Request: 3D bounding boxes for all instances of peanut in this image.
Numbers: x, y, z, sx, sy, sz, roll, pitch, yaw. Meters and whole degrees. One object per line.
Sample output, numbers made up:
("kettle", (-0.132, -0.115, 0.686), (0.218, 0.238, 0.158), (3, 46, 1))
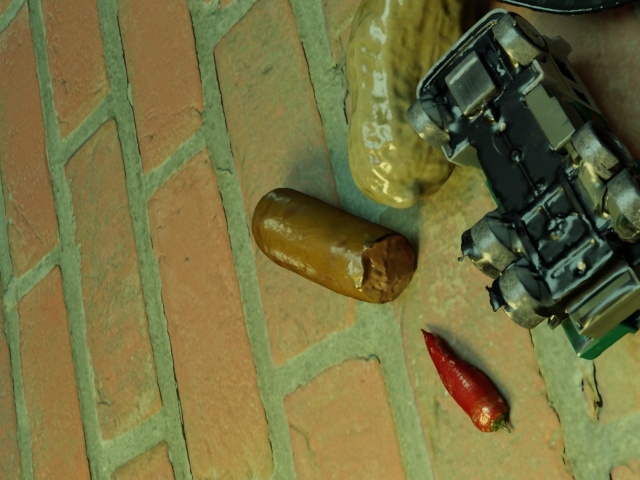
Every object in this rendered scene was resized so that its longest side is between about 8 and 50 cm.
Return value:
("peanut", (0.098, -0.184, 1.364), (0.159, 0.143, 0.291), (-129, 43, -83))

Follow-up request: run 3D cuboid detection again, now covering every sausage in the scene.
("sausage", (-0.001, 0.002, 1.485), (0.270, 0.109, 0.109), (25, 104, 52))

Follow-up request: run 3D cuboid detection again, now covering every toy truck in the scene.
("toy truck", (0.227, -0.048, 1.147), (0.176, 0.178, 0.363), (-43, 53, 27))

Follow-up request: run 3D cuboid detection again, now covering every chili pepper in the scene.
("chili pepper", (0.154, 0.151, 1.330), (0.045, 0.027, 0.178), (-61, 42, 26))

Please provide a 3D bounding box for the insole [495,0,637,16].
("insole", (0.207, -0.289, 1.227), (0.309, 0.012, 0.110), (14, 81, 25))
